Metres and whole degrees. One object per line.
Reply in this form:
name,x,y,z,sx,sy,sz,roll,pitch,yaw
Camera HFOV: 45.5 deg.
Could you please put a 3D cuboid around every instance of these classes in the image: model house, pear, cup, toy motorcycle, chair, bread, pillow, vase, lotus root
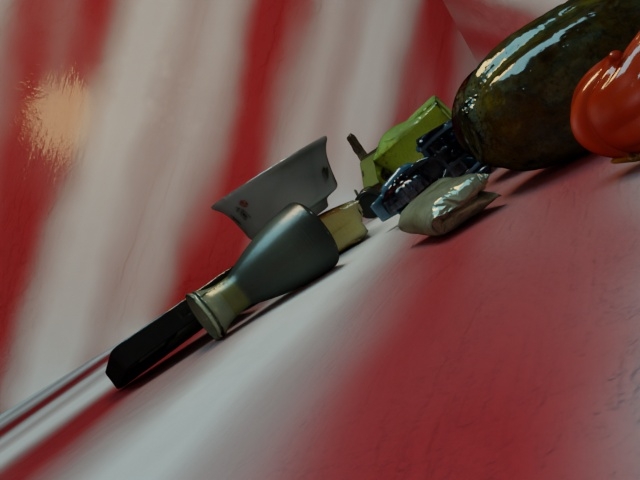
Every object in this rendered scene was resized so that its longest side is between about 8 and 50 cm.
model house,0.205,-0.268,2.598,0.205,0.278,0.218,-36,5,-41
pear,0.308,-0.269,2.334,0.318,0.238,0.342,-41,6,17
cup,-0.092,-0.112,1.961,0.347,0.163,0.347,-32,5,3
toy motorcycle,0.281,-0.175,1.846,0.416,0.172,0.232,-42,2,-27
chair,0.159,-0.121,2.399,0.104,0.095,0.221,-14,6,8
bread,0.007,-0.013,1.989,0.246,0.111,0.239,-30,5,2
pillow,0.214,-0.056,1.295,0.134,0.077,0.181,-34,8,-12
vase,-0.128,0.074,1.647,0.321,0.173,0.173,-38,6,-19
lotus root,0.401,-0.253,1.281,0.346,0.250,0.250,-30,4,7

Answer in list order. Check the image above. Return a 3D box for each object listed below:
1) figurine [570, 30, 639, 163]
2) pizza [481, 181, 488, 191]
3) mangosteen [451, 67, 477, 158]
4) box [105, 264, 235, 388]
figurine,0.443,-0.212,0.932,0.257,0.181,0.208,-39,36,-23
pizza,0.267,-0.078,1.461,0.160,0.035,0.099,-34,5,-41
mangosteen,0.411,-0.255,1.591,0.231,0.231,0.289,-27,-27,36
box,-0.325,0.197,1.734,0.350,0.058,0.211,-37,-9,-30
